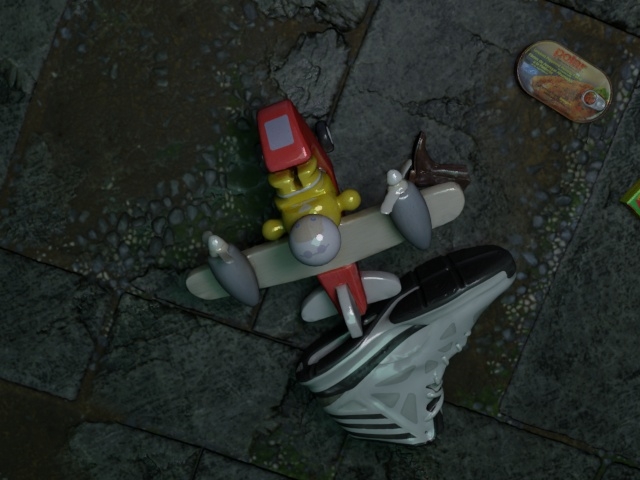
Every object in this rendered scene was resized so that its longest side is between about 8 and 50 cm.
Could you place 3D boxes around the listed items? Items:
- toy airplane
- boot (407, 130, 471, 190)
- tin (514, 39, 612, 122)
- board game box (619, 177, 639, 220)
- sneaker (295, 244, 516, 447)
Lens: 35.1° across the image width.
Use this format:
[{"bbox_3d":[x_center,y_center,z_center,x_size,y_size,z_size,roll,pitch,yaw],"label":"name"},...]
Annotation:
[{"bbox_3d":[0.000,0.000,1.732,0.384,0.272,0.386,26,105,-4],"label":"toy airplane"},{"bbox_3d":[0.223,-0.142,1.849,0.114,0.037,0.106,9,112,-3],"label":"boot"},{"bbox_3d":[0.441,-0.290,1.844,0.190,0.040,0.106,31,100,-9],"label":"tin"},{"bbox_3d":[0.657,-0.108,1.888,0.092,0.043,0.181,42,93,-9],"label":"board game box"},{"bbox_3d":[0.202,0.209,1.865,0.448,0.169,0.257,-33,109,9],"label":"sneaker"}]
